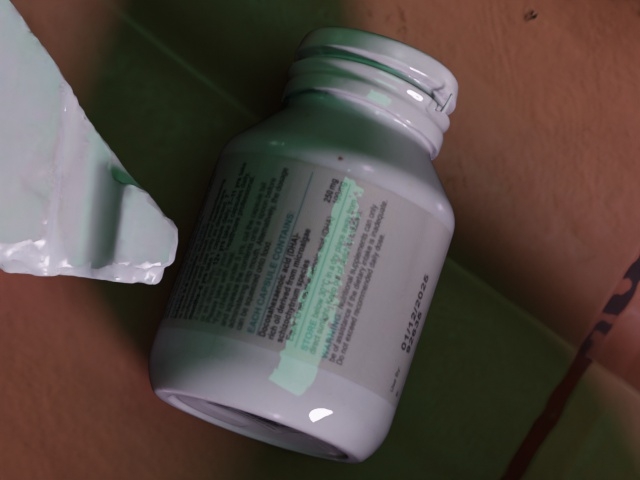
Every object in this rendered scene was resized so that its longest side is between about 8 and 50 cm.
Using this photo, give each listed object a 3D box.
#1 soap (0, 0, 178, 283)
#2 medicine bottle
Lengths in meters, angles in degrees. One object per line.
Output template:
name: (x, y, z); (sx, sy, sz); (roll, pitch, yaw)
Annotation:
soap: (-0.195, -0.134, 0.916); (0.257, 0.159, 0.302); (6, 94, -16)
medicine bottle: (0.000, 0.000, 1.008); (0.135, 0.135, 0.215); (22, 76, -17)
